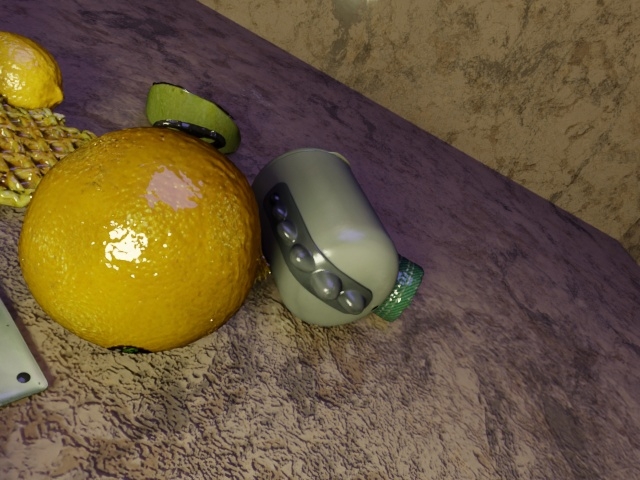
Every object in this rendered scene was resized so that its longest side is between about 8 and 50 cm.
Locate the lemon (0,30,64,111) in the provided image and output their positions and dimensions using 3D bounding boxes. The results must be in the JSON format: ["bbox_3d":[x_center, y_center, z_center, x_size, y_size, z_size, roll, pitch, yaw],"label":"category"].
[{"bbox_3d":[-0.537,-0.289,0.873,0.187,0.142,0.142,25,28,-1],"label":"lemon"}]

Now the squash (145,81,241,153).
[{"bbox_3d":[-0.268,-0.285,1.122,0.236,0.155,0.204,20,32,-18],"label":"squash"}]

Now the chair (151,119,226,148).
[{"bbox_3d":[-0.235,-0.093,0.750,0.106,0.113,0.229,8,-7,-35],"label":"chair"}]

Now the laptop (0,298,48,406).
[{"bbox_3d":[-0.425,0.114,0.466,0.187,0.015,0.269,45,31,23],"label":"laptop"}]

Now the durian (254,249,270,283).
[{"bbox_3d":[-0.142,-0.004,0.813,0.182,0.132,0.165,39,21,18],"label":"durian"}]

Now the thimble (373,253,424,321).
[{"bbox_3d":[0.130,0.082,0.951,0.090,0.119,0.135,34,30,2],"label":"thimble"}]

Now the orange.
[{"bbox_3d":[-0.206,-0.001,0.604,0.274,0.274,0.274,24,29,-14],"label":"orange"}]

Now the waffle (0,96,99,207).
[{"bbox_3d":[-0.457,-0.133,0.765,0.254,0.052,0.245,21,36,-17],"label":"waffle"}]

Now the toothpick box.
[{"bbox_3d":[0.000,0.000,0.847,0.228,0.229,0.316,13,33,-31],"label":"toothpick box"}]
